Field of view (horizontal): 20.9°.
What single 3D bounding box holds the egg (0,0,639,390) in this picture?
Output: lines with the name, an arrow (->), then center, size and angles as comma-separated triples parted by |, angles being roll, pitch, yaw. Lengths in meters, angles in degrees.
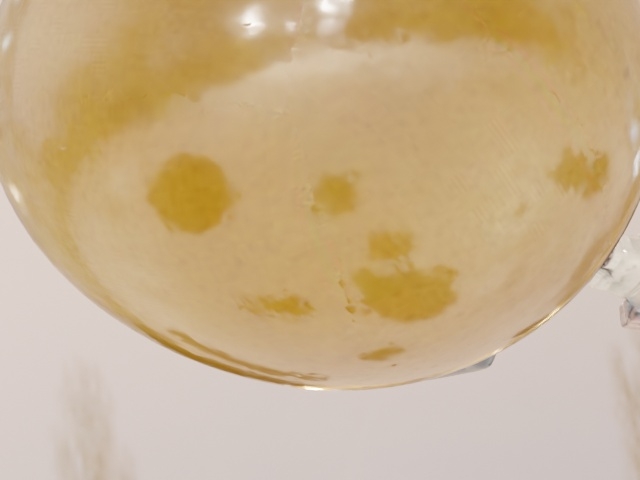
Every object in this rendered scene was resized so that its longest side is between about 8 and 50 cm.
egg -> -0.009, -0.063, 0.754 | 0.322, 0.250, 0.250 | 8, -5, 43

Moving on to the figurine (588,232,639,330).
figurine -> 0.317, 0.039, 1.415 | 0.229, 0.112, 0.137 | 14, -40, -21

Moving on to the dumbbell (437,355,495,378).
dumbbell -> 0.000, 0.000, 1.278 | 0.316, 0.156, 0.143 | 21, -52, -32
